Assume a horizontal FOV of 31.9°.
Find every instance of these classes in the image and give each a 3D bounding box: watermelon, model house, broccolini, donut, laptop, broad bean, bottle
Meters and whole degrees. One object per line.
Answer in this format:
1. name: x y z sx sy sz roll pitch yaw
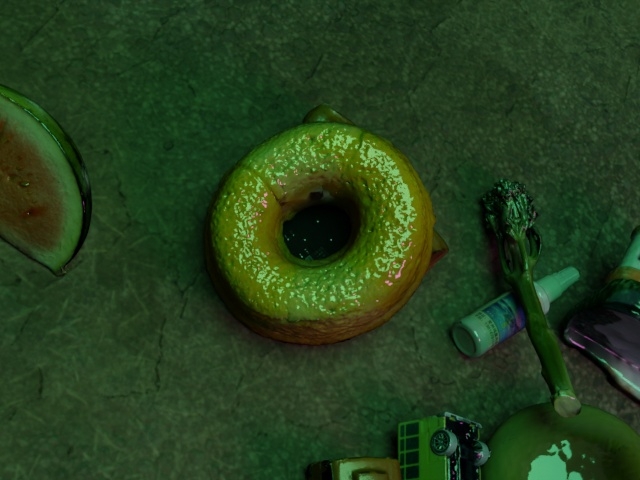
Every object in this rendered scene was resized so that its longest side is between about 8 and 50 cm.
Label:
1. watermelon: -0.381 -0.118 1.385 0.303 0.159 0.128 38 21 -3
2. model house: 0.509 0.081 1.587 0.253 0.184 0.291 33 55 0
3. broccolini: 0.283 0.057 1.486 0.074 0.079 0.392 45 23 -38
4. donut: -0.005 -0.012 1.395 0.303 0.110 0.302 0 85 3
5. laptop: 0.000 0.000 1.459 0.180 0.016 0.129 -40 85 2
6. broad bean: 0.339 0.334 1.438 0.291 0.119 0.238 36 69 0
7. bottle: 0.277 0.090 1.554 0.217 0.060 0.060 -28 80 -29

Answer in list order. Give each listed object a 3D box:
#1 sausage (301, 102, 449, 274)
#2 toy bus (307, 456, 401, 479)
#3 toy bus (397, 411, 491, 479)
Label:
1. sausage: 0.060 -0.062 1.513 0.109 0.109 0.270 -30 83 -29
2. toy bus: 0.046 0.351 1.317 0.098 0.114 0.200 4 66 -20
3. toy bus: 0.148 0.309 1.382 0.088 0.101 0.174 26 56 -43
